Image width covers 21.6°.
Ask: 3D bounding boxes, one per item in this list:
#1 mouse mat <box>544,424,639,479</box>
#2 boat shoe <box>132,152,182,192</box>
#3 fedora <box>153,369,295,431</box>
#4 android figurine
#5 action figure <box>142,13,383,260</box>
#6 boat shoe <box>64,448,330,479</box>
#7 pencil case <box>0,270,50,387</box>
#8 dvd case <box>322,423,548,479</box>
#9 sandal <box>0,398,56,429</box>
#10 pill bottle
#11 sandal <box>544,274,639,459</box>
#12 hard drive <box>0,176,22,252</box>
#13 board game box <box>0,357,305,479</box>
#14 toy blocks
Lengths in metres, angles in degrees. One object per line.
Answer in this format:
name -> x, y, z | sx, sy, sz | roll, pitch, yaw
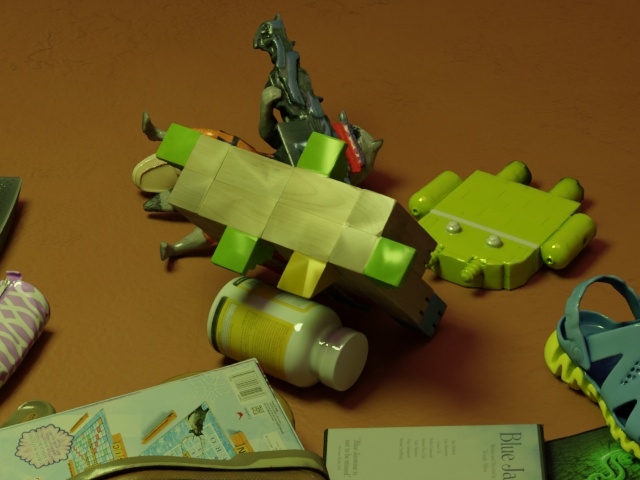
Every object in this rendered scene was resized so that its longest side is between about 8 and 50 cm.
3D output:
mouse mat -> 0.349, 0.256, 1.883 | 0.189, 0.007, 0.152 | -13, 36, -16
boat shoe -> -0.180, -0.096, 2.377 | 0.170, 0.063, 0.059 | -11, 30, -13
fedora -> -0.125, 0.229, 1.889 | 0.194, 0.079, 0.194 | 0, 37, 0
android figurine -> 0.236, -0.020, 2.248 | 0.248, 0.056, 0.273 | 22, 40, 31
action figure -> -0.080, -0.127, 2.313 | 0.330, 0.178, 0.341 | -6, 66, -15
boat shoe -> -0.128, 0.271, 1.584 | 0.307, 0.111, 0.104 | -10, 41, -11
pencil case -> -0.405, 0.127, 2.052 | 0.086, 0.088, 0.206 | 6, 36, 16
dvd case -> 0.127, 0.271, 1.859 | 0.253, 0.022, 0.180 | -2, 35, 4
sandal -> -0.357, 0.234, 1.926 | 0.072, 0.049, 0.180 | 7, 36, 14
pill bottle -> -0.039, 0.116, 2.026 | 0.184, 0.103, 0.103 | 21, 41, 30
sandal -> 0.367, 0.146, 1.918 | 0.126, 0.138, 0.317 | -19, 37, -26
hard drive -> -0.510, -0.004, 2.276 | 0.172, 0.054, 0.255 | 2, 35, 8
board game box -> -0.158, 0.282, 1.709 | 0.318, 0.066, 0.319 | -14, 42, -16
toy blocks -> 0.000, 0.000, 2.074 | 0.381, 0.261, 0.191 | 20, 79, 29
